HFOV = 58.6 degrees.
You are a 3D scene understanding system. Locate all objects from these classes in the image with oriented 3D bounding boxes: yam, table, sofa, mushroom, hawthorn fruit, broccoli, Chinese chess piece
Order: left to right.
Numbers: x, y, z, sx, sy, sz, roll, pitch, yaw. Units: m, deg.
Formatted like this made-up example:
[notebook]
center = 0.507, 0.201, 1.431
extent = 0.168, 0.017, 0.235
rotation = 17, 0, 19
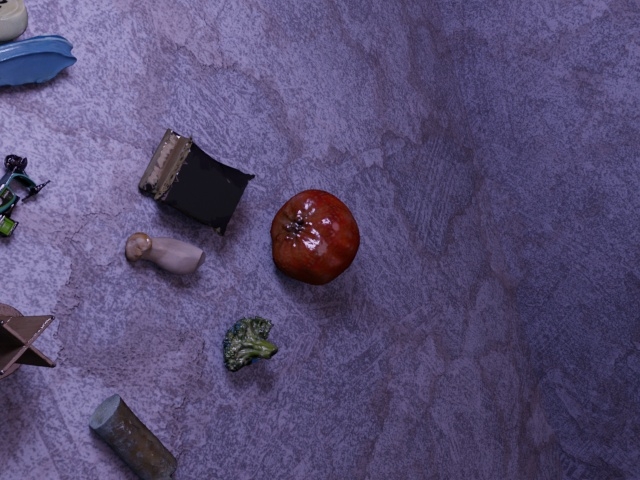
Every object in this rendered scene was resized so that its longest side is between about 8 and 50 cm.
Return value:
[Chinese chess piece]
center = -0.696, -0.480, 1.201
extent = 0.144, 0.058, 0.144
rotation = 12, 46, -13
[table]
center = -0.613, 0.201, 1.117
extent = 0.167, 0.227, 0.167
rotation = 9, 78, -46
[yam]
center = -0.438, 0.488, 1.359
extent = 0.093, 0.093, 0.259
rotation = -51, 120, -37
[mushroom]
center = -0.393, 0.035, 1.466
extent = 0.212, 0.097, 0.088
rotation = 23, 78, -42
[sofa]
center = -0.339, -0.155, 1.535
extent = 0.258, 0.182, 0.200
rotation = 31, 81, -39
[broccoli]
center = -0.193, 0.293, 1.596
extent = 0.167, 0.160, 0.154
rotation = -13, 122, -57
[hawthorn fruit]
center = 0.000, 0.000, 1.783
extent = 0.330, 0.287, 0.287
rotation = 28, 64, -57

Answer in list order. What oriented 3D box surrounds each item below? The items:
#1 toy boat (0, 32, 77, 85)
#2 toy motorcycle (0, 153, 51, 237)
[toy boat]
center = -0.657, -0.412, 1.264
extent = 0.098, 0.109, 0.238
rotation = 46, 45, 12
[toy motorcycle]
center = -0.668, -0.101, 1.229
extent = 0.100, 0.058, 0.173
rotation = 45, 56, -41
